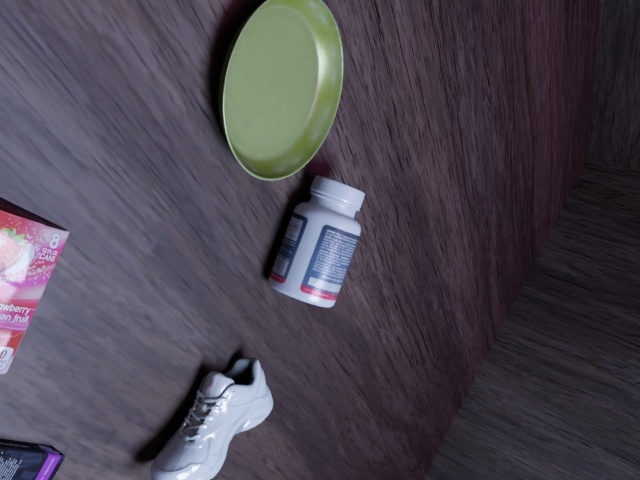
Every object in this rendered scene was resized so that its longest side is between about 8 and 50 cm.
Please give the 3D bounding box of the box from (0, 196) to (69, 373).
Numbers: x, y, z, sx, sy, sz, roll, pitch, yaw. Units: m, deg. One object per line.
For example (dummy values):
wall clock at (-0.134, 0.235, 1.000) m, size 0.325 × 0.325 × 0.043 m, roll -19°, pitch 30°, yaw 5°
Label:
box at (-0.325, 0.001, 0.414) m, size 0.257 × 0.123 × 0.128 m, roll 28°, pitch 84°, yaw -59°

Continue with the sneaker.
sneaker at (-0.159, 0.244, 0.876) m, size 0.232 × 0.090 × 0.115 m, roll -43°, pitch 135°, yaw -51°

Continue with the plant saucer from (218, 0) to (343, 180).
plant saucer at (-0.053, -0.198, 0.802) m, size 0.241 × 0.037 × 0.241 m, roll -35°, pitch 136°, yaw -44°

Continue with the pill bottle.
pill bottle at (0.000, 0.000, 0.935) m, size 0.108 × 0.108 × 0.180 m, roll 17°, pitch 94°, yaw -59°

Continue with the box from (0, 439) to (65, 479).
box at (-0.351, 0.257, 0.623) m, size 0.116 × 0.029 × 0.162 m, roll -63°, pitch 150°, yaw -12°
